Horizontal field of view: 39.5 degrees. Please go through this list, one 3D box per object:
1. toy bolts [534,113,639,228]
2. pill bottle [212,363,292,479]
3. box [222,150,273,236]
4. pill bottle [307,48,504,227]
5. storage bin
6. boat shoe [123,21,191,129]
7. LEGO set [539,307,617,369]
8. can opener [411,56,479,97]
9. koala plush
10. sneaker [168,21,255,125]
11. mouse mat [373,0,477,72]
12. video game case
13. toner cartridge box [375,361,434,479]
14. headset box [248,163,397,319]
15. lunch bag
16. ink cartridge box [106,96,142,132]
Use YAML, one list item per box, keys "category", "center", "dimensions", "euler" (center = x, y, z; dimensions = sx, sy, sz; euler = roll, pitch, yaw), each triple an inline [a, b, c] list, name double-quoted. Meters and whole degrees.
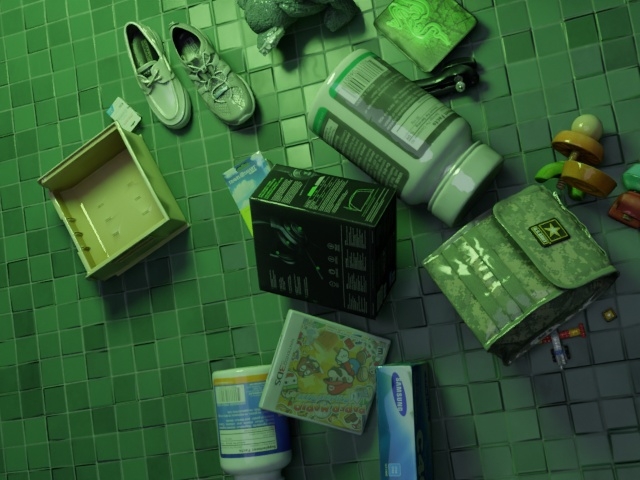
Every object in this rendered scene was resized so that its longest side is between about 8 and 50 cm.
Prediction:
- category: "toy bolts"
  center: [0.549, -0.142, 1.656]
  dimensions: [0.228, 0.218, 0.159]
  euler: [27, 88, 1]
- category: "pill bottle"
  center: [-0.139, 0.399, 1.851]
  dimensions: [0.152, 0.152, 0.272]
  euler: [-9, 83, 18]
- category: "box"
  center: [-0.129, -0.092, 1.946]
  dimensions: [0.109, 0.042, 0.178]
  euler: [-31, 76, 13]
- category: "pill bottle"
  center: [0.168, -0.199, 1.765]
  dimensions: [0.361, 0.204, 0.204]
  euler: [39, 98, 12]
- category: "storage bin"
  center: [-0.474, -0.081, 2.019]
  dimensions: [0.260, 0.123, 0.262]
  euler: [-33, 76, 13]
- category: "boat shoe"
  center: [-0.377, -0.379, 2.030]
  dimensions: [0.096, 0.088, 0.268]
  euler: [-23, 78, 15]
- category: "LEGO set"
  center: [0.440, 0.127, 1.730]
  dimensions: [0.244, 0.060, 0.183]
  euler: [30, 95, 22]
- category: "can opener"
  center: [0.238, -0.320, 1.845]
  dimensions: [0.186, 0.073, 0.059]
  euler: [-19, 119, 19]
- category: "koala plush"
  center: [-0.078, -0.518, 1.902]
  dimensions: [0.221, 0.203, 0.196]
  euler: [-30, 76, 26]
- category: "sneaker"
  center: [-0.255, -0.368, 1.973]
  dimensions: [0.105, 0.115, 0.281]
  euler: [-42, 74, 11]
- category: "mouse mat"
  center: [0.217, -0.456, 1.863]
  dimensions: [0.152, 0.007, 0.190]
  euler: [-46, 63, 8]
- category: "video game case"
  center: [0.011, 0.269, 1.809]
  dimensions: [0.226, 0.026, 0.206]
  euler: [18, 88, -17]
- category: "toner cartridge box"
  center: [0.169, 0.415, 1.740]
  dimensions: [0.075, 0.165, 0.348]
  euler: [-4, 85, 17]
- category: "headset box"
  center: [0.000, 0.000, 1.786]
  dimensions: [0.283, 0.131, 0.246]
  euler: [12, 132, 19]
- category: "lunch bag"
  center: [0.379, 0.053, 1.673]
  dimensions: [0.287, 0.169, 0.235]
  euler: [-39, 57, 9]
- category: "ink cartridge box"
  center: [-0.452, -0.289, 2.079]
  dimensions: [0.083, 0.028, 0.048]
  euler: [43, 99, 17]
